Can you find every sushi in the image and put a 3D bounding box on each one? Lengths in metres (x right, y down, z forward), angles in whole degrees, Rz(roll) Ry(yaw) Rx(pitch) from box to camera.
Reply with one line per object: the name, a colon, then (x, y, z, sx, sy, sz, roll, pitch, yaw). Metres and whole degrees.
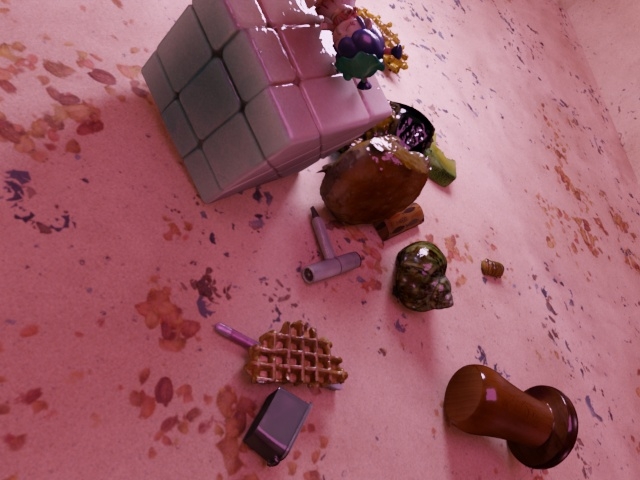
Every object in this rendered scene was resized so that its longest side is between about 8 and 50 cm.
sushi: (0.153, -0.262, 1.388, 0.204, 0.200, 0.213, 30, 76, -23)

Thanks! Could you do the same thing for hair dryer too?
hair dryer: (-0.006, 0.000, 1.215, 0.154, 0.044, 0.183, -15, 70, -44)

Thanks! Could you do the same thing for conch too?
conch: (0.257, 0.087, 1.310, 0.187, 0.124, 0.182, -2, 69, -48)

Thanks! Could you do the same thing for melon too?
melon: (0.339, -0.262, 1.631, 0.209, 0.064, 0.118, 50, 40, -6)

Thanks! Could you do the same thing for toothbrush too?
toothbrush: (-0.077, 0.227, 1.030, 0.286, 0.025, 0.020, 31, 51, -18)

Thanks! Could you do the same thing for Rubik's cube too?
Rubik's cube: (-0.109, -0.301, 1.086, 0.318, 0.321, 0.316, -26, 90, -44)

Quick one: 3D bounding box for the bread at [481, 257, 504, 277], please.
bread: (0.506, 0.081, 1.575, 0.087, 0.033, 0.049, 17, 61, -31)

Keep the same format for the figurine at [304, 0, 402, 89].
figurine: (0.059, -0.377, 0.968, 0.102, 0.111, 0.195, -16, 82, -43)

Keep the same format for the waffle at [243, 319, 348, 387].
waffle: (-0.047, 0.232, 1.001, 0.192, 0.046, 0.161, -28, 83, -41)

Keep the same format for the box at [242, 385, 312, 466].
box: (-0.076, 0.319, 0.934, 0.069, 0.084, 0.122, 38, 45, -5)

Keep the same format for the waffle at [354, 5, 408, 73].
waffle: (0.136, -0.639, 1.693, 0.292, 0.069, 0.260, 1, 62, -35)

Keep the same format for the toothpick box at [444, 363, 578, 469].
toothpick box: (0.437, 0.398, 1.230, 0.294, 0.192, 0.192, 25, 51, -16)

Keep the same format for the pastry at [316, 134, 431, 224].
pastry: (0.121, -0.138, 1.261, 0.256, 0.236, 0.121, 10, 50, -39)

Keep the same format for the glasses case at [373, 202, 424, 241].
glasses case: (0.209, -0.054, 1.414, 0.169, 0.041, 0.065, -22, 80, -45)
